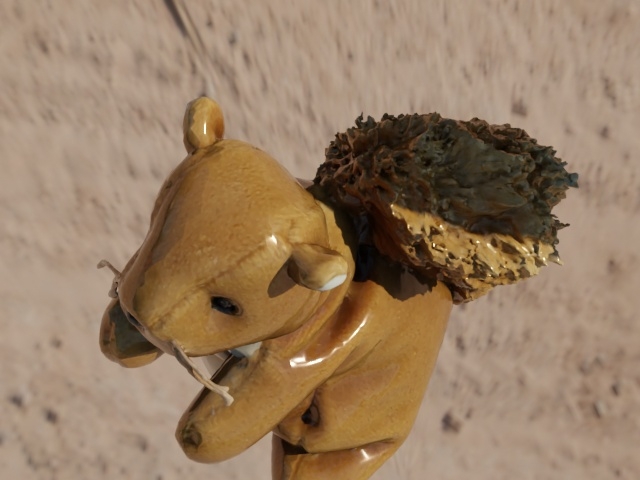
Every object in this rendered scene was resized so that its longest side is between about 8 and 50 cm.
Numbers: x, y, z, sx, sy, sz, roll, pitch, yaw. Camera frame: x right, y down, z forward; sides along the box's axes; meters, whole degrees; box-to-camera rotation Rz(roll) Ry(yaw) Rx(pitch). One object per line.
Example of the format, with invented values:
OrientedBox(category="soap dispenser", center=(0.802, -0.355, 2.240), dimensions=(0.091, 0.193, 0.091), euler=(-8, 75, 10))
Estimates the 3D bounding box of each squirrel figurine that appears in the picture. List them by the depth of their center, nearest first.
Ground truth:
OrientedBox(category="squirrel figurine", center=(0.000, 0.000, 1.618), dimensions=(0.397, 0.370, 0.281), euler=(-33, 65, -3))
